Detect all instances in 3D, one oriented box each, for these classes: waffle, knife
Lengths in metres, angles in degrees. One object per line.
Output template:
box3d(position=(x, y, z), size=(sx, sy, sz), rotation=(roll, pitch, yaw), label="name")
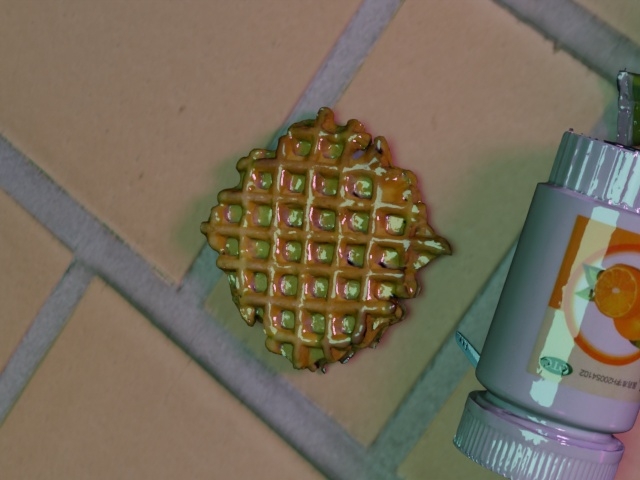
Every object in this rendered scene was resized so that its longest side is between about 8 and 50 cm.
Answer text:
box3d(position=(-0.001, 0.000, 1.605), size=(0.245, 0.052, 0.254), rotation=(-41, 72, 17), label="waffle")
box3d(position=(0.163, 0.128, 1.547), size=(0.014, 0.005, 0.091), rotation=(-42, 71, 19), label="knife")

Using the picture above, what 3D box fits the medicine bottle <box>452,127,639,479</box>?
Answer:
box3d(position=(0.245, 0.066, 1.428), size=(0.158, 0.158, 0.318), rotation=(20, 97, 24), label="medicine bottle")

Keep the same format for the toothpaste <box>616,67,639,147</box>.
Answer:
box3d(position=(0.396, -0.116, 1.428), size=(0.248, 0.047, 0.078), rotation=(6, 107, 27), label="toothpaste")
